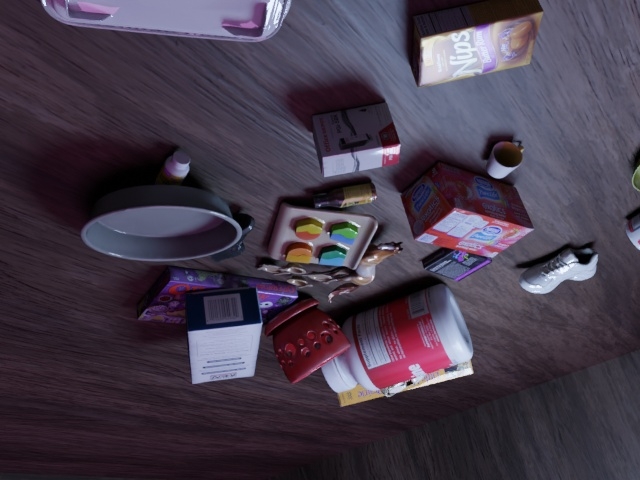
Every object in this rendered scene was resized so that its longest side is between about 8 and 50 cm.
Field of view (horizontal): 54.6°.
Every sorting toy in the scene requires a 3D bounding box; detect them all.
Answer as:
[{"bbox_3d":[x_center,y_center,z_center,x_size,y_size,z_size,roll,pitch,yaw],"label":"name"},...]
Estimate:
[{"bbox_3d":[0.000,0.000,1.346,0.208,0.038,0.193,10,143,-10],"label":"sorting toy"}]

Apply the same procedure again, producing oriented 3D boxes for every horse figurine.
[{"bbox_3d":[0.082,0.062,1.510,0.175,0.066,0.263,1,145,-11],"label":"horse figurine"}]

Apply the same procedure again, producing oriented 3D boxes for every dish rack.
[{"bbox_3d":[-0.171,-0.347,0.725,0.333,0.072,0.285,0,148,-18],"label":"dish rack"}]

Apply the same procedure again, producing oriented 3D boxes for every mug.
[{"bbox_3d":[0.373,-0.157,1.255,0.078,0.062,0.064,0,156,-8],"label":"mug"}]

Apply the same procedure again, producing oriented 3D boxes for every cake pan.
[{"bbox_3d":[-0.296,-0.030,1.171,0.293,0.054,0.293,-5,161,-2],"label":"cake pan"}]

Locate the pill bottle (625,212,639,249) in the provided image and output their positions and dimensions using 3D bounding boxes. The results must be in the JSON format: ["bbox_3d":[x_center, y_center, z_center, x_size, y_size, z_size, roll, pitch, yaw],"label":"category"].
[{"bbox_3d":[0.881,-0.053,1.569,0.108,0.108,0.180,7,145,-30],"label":"pill bottle"}]

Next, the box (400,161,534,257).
[{"bbox_3d":[0.315,-0.060,1.330,0.257,0.122,0.128,11,143,-35],"label":"box"}]

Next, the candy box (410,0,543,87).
[{"bbox_3d":[0.236,-0.307,0.959,0.187,0.053,0.109,-11,151,1],"label":"candy box"}]

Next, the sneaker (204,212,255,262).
[{"bbox_3d":[-0.186,-0.002,1.318,0.170,0.051,0.089,-24,148,28],"label":"sneaker"}]

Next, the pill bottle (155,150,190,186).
[{"bbox_3d":[-0.259,-0.121,1.094,0.043,0.043,0.083,8,144,-31],"label":"pill bottle"}]

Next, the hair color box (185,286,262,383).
[{"bbox_3d":[-0.248,0.246,1.565,0.174,0.105,0.347,-4,148,-13],"label":"hair color box"}]

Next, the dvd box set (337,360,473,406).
[{"bbox_3d":[0.250,0.419,2.015,0.421,0.062,0.307,-14,-177,-2],"label":"dvd box set"}]

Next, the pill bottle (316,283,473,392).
[{"bbox_3d":[0.207,0.294,1.780,0.408,0.229,0.229,-22,148,17],"label":"pill bottle"}]

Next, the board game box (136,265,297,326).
[{"bbox_3d":[-0.256,0.152,1.554,0.347,0.056,0.208,11,139,-34],"label":"board game box"}]

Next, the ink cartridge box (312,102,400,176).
[{"bbox_3d":[0.060,-0.174,1.068,0.135,0.099,0.056,-11,150,-4],"label":"ink cartridge box"}]

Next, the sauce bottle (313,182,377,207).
[{"bbox_3d":[0.050,-0.089,1.266,0.128,0.042,0.042,-10,150,-2],"label":"sauce bottle"}]

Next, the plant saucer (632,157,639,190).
[{"bbox_3d":[0.809,-0.191,1.380,0.241,0.037,0.241,-10,149,-6],"label":"plant saucer"}]

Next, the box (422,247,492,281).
[{"bbox_3d":[0.361,0.056,1.637,0.162,0.029,0.116,18,138,-43],"label":"box"}]

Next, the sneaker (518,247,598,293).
[{"bbox_3d":[0.664,0.069,1.732,0.232,0.090,0.115,-19,144,-6],"label":"sneaker"}]

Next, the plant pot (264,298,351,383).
[{"bbox_3d":[-0.039,0.260,1.654,0.191,0.174,0.191,-30,167,-8],"label":"plant pot"}]

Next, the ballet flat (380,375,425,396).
[{"bbox_3d":[0.258,0.415,1.835,0.168,0.052,0.057,-30,106,0],"label":"ballet flat"}]

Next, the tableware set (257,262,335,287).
[{"bbox_3d":[-0.058,0.082,1.472,0.169,0.020,0.141,24,157,-35],"label":"tableware set"}]
